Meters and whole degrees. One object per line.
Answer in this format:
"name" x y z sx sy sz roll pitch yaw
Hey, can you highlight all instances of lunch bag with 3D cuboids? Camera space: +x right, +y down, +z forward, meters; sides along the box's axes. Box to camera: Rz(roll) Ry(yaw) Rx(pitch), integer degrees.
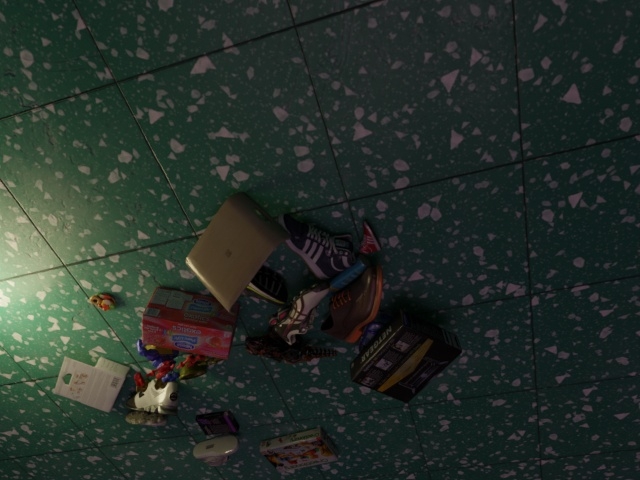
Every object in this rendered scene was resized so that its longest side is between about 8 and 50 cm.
"lunch bag" 0.247 0.342 1.657 0.218 0.090 0.176 15 122 -8

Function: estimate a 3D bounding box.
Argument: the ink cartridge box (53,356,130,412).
"ink cartridge box" -0.930 0.571 1.910 0.238 0.060 0.275 26 123 -13

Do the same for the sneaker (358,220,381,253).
"sneaker" 0.138 -0.005 1.450 0.066 0.042 0.119 -22 123 14

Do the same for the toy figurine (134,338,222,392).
"toy figurine" -0.550 0.398 1.728 0.191 0.217 0.362 -40 158 11

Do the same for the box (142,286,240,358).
"box" -0.444 0.283 1.623 0.299 0.154 0.142 11 125 -6

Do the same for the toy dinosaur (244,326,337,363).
"toy dinosaur" -0.109 0.371 1.693 0.321 0.165 0.219 -8 141 -13

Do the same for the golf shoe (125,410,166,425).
"golf shoe" -0.756 0.785 2.044 0.176 0.069 0.086 3 131 3

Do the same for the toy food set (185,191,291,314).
"toy food set" -0.247 0.038 1.395 0.219 0.092 0.306 43 105 21

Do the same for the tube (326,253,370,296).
"tube" 0.075 0.125 1.539 0.080 0.052 0.207 19 130 -40

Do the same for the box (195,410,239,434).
"box" -0.450 0.798 2.053 0.161 0.029 0.116 -11 122 10

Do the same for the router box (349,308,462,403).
"router box" 0.281 0.399 1.590 0.242 0.081 0.309 26 120 -17

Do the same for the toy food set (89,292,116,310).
"toy food set" -0.773 0.219 1.679 0.082 0.020 0.083 -21 120 17

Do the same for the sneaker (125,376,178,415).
"sneaker" -0.671 0.627 1.911 0.330 0.147 0.122 -13 152 38

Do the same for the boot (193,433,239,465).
"boot" -0.445 0.958 2.136 0.258 0.095 0.123 -19 128 26

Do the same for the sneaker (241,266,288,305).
"sneaker" -0.249 0.143 1.552 0.299 0.111 0.121 26 129 -5

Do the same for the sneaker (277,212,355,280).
"sneaker" 0.000 0.000 1.426 0.153 0.099 0.282 -23 127 24

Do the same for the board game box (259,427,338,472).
"board game box" -0.095 0.947 2.117 0.305 0.053 0.193 -20 121 17

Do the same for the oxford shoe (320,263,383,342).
"oxford shoe" 0.101 0.209 1.530 0.132 0.130 0.364 13 130 -11

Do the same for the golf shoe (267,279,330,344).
"golf shoe" -0.048 0.229 1.528 0.273 0.105 0.120 -42 77 31
